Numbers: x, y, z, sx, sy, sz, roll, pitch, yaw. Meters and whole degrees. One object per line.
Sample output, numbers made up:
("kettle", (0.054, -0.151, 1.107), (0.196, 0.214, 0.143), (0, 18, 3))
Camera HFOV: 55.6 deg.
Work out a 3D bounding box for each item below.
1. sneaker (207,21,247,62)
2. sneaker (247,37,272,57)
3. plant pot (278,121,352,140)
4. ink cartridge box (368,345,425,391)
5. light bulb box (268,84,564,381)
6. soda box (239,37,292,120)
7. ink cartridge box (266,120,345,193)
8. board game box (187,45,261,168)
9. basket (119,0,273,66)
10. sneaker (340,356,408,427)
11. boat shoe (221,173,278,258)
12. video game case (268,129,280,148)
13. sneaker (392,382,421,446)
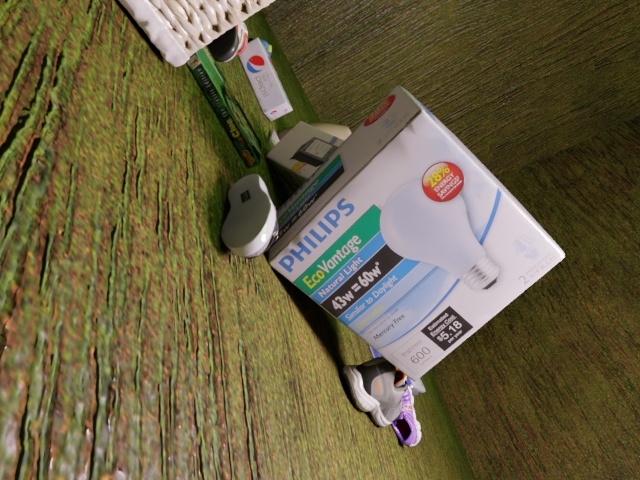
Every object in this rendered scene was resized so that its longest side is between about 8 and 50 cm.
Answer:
("sneaker", (-0.206, -0.461, 1.373), (0.145, 0.090, 0.270), (49, 15, -54))
("sneaker", (-0.192, -0.541, 1.830), (0.082, 0.069, 0.209), (21, 42, -27))
("plant pot", (0.024, -0.235, 1.788), (0.284, 0.191, 0.284), (63, 8, -16))
("ink cartridge box", (0.190, 0.281, 1.734), (0.330, 0.072, 0.324), (48, 19, -67))
("light bulb box", (0.155, -0.013, 1.090), (0.361, 0.358, 0.225), (40, 16, -17))
("soda box", (-0.156, -0.449, 1.694), (0.216, 0.074, 0.069), (67, 9, 11))
("ink cartridge box", (0.047, -0.116, 1.366), (0.306, 0.131, 0.226), (33, -15, 48))
("board game box", (-0.187, -0.272, 1.162), (0.259, 0.030, 0.136), (61, 12, -25))
("basket", (-0.214, -0.512, 0.900), (0.328, 0.267, 0.331), (55, 11, -46))
("sneaker", (0.131, 0.297, 1.200), (0.100, 0.108, 0.271), (68, 7, 29))
("boat shoe", (-0.094, -0.023, 0.879), (0.076, 0.080, 0.228), (59, 3, -26))
("video game case", (-0.109, -0.237, 1.588), (0.087, 0.011, 0.122), (61, 9, -21))
("sneaker", (0.185, 0.390, 1.404), (0.071, 0.068, 0.169), (35, 31, -62))
